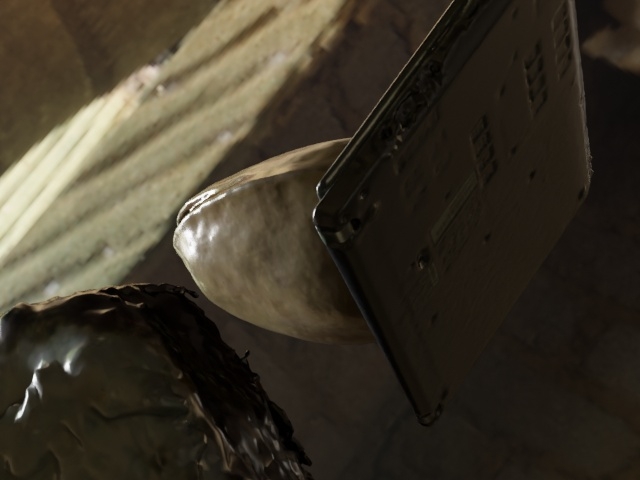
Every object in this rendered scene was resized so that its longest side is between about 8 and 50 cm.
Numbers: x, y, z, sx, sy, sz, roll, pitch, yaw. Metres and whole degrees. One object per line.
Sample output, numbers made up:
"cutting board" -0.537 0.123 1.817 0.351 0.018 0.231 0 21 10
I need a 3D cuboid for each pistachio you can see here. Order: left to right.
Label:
"pistachio" 0.000 0.000 0.683 0.185 0.108 0.126 -11 150 39

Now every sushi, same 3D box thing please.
"sushi" -0.046 0.172 0.556 0.343 0.196 0.182 59 -155 4

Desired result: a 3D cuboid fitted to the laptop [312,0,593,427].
"laptop" 0.055 -0.016 0.434 0.016 0.129 0.180 29 164 25
